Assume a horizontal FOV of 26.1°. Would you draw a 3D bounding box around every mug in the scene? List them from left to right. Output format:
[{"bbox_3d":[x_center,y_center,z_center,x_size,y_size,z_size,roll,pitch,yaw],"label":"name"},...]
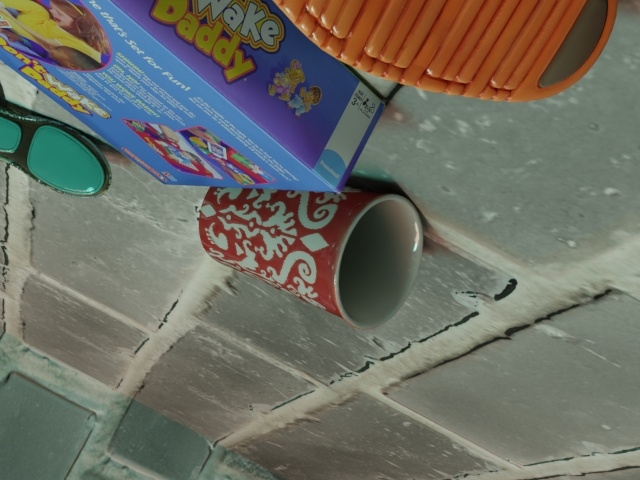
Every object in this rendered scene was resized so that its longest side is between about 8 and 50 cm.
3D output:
[{"bbox_3d":[-0.006,0.007,1.181,0.169,0.113,0.150,18,159,37],"label":"mug"}]

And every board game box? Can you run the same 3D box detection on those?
[{"bbox_3d":[-0.152,-0.160,0.956,0.347,0.078,0.233,39,160,-34],"label":"board game box"}]

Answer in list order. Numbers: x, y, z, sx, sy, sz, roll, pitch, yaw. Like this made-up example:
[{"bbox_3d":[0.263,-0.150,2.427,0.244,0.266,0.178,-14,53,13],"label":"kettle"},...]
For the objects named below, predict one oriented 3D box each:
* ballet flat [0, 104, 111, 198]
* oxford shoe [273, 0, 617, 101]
[{"bbox_3d":[-0.287,-0.097,1.398,0.188,0.070,0.070,26,163,9],"label":"ballet flat"},{"bbox_3d":[-0.014,-0.184,0.677,0.363,0.130,0.133,26,-163,-20],"label":"oxford shoe"}]
